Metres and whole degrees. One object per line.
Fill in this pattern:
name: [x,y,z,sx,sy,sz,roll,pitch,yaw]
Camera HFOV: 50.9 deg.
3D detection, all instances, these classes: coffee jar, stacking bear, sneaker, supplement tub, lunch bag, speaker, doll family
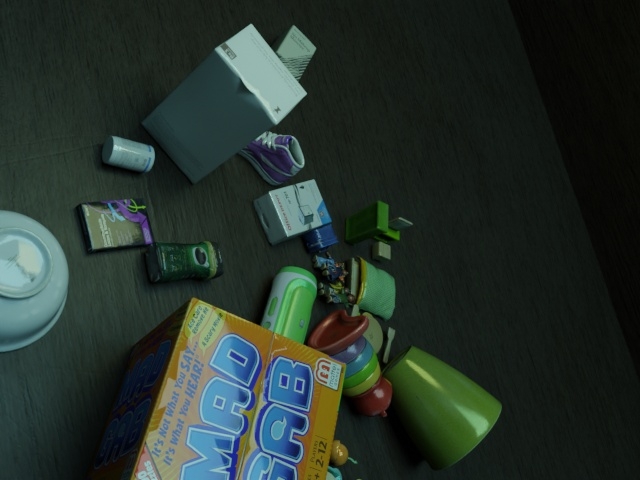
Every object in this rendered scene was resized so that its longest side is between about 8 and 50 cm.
coffee jar: [-0.323,0.051,1.624,0.184,0.079,0.096,0,70,-42]
stacking bear: [0.100,0.357,1.837,0.164,0.175,0.289,-39,111,-22]
sneaker: [-0.160,-0.287,1.864,0.282,0.161,0.102,40,51,-22]
supplement tub: [-0.460,-0.206,1.613,0.107,0.071,0.071,13,64,-39]
lunch bag: [0.000,0.000,1.954,0.098,0.067,0.065,-21,87,-45]
speaker: [-0.095,0.218,1.732,0.131,0.131,0.296,35,52,-27]
doll family: [0.044,0.114,1.944,0.111,0.076,0.193,8,64,-36]

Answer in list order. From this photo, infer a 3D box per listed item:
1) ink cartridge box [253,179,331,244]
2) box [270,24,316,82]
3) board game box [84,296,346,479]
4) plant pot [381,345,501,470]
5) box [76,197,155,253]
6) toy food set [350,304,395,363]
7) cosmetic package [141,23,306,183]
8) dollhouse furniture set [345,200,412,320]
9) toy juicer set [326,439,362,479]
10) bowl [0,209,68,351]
ink cartridge box: [-0.078,-0.082,1.908,0.191,0.082,0.139,-21,87,-47]
box: [-0.118,-0.525,2.050,0.113,0.094,0.275,40,50,-24]
board game box: [-0.215,0.388,1.349,0.356,0.356,0.356,26,56,-21]
plant pot: [0.319,0.455,1.943,0.293,0.275,0.275,47,45,3]
box: [-0.472,-0.036,1.558,0.162,0.029,0.116,-10,79,-43]
toy food set: [0.137,0.281,1.990,0.192,0.038,0.132,36,58,-33]
cosmetic package: [-0.243,-0.320,1.638,0.217,0.385,0.156,51,46,-14]
dollhouse furniture set: [0.191,0.066,2.043,0.197,0.151,0.301,23,58,-35]
toy juicer set: [0.002,0.585,1.647,0.329,0.089,0.209,3,68,-55]
bowl: [-0.616,0.060,1.310,0.298,0.134,0.298,18,61,-36]
